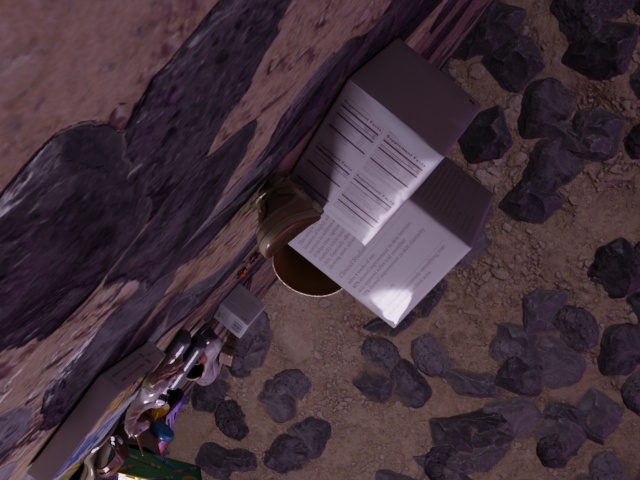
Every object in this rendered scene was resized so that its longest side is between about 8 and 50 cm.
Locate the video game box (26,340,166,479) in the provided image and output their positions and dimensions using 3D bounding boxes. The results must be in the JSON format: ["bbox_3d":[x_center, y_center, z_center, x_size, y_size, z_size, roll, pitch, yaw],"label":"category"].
[{"bbox_3d":[-0.354,0.274,1.022,0.205,0.048,0.187,-52,-179,11],"label":"video game box"}]

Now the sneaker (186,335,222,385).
[{"bbox_3d":[-0.372,0.375,1.883,0.123,0.106,0.290,-47,165,-35],"label":"sneaker"}]

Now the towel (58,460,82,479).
[{"bbox_3d":[-0.558,0.517,1.271,0.237,0.021,0.102,-50,175,-14],"label":"towel"}]

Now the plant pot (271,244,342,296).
[{"bbox_3d":[0.000,0.000,1.916,0.237,0.237,0.254,-53,-169,38],"label":"plant pot"}]

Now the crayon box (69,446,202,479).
[{"bbox_3d":[-0.447,0.595,1.525,0.165,0.278,0.081,-52,-149,18],"label":"crayon box"}]

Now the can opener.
[{"bbox_3d":[-0.349,0.293,1.441,0.280,0.074,0.093,-50,-147,33],"label":"can opener"}]

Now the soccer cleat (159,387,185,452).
[{"bbox_3d":[-0.516,0.602,1.990,0.318,0.116,0.108,-49,-156,1],"label":"soccer cleat"}]

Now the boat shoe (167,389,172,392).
[{"bbox_3d":[-0.493,0.519,2.091,0.183,0.066,0.066,-53,178,40],"label":"boat shoe"}]

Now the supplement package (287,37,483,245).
[{"bbox_3d":[0.110,-0.173,1.136,0.199,0.198,0.262,-49,177,-42],"label":"supplement package"}]

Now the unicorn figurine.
[{"bbox_3d":[-0.280,0.257,1.052,0.111,0.060,0.161,-50,162,-52],"label":"unicorn figurine"}]

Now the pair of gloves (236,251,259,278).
[{"bbox_3d":[-0.182,0.062,1.588,0.083,0.010,0.074,-54,177,3],"label":"pair of gloves"}]

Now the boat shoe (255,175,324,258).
[{"bbox_3d":[-0.063,-0.048,1.030,0.109,0.098,0.302,-38,-177,11],"label":"boat shoe"}]

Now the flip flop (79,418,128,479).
[{"bbox_3d":[-0.436,0.443,1.296,0.112,0.080,0.277,-64,179,-51],"label":"flip flop"}]

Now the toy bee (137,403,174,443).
[{"bbox_3d":[-0.489,0.535,1.761,0.298,0.162,0.195,-1,-126,59],"label":"toy bee"}]

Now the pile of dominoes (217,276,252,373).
[{"bbox_3d":[-0.243,0.262,1.899,0.196,0.040,0.251,107,2,-47],"label":"pile of dominoes"}]

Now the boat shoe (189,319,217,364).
[{"bbox_3d":[-0.330,0.290,1.586,0.206,0.065,0.075,-52,178,21],"label":"boat shoe"}]

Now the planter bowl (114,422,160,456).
[{"bbox_3d":[-0.482,0.531,1.601,0.162,0.162,0.109,-52,-155,19],"label":"planter bowl"}]

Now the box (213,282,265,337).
[{"bbox_3d":[-0.223,0.194,1.749,0.087,0.102,0.101,-47,176,-34],"label":"box"}]

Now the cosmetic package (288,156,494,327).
[{"bbox_3d":[0.172,-0.068,1.628,0.329,0.394,0.327,-52,177,36],"label":"cosmetic package"}]
